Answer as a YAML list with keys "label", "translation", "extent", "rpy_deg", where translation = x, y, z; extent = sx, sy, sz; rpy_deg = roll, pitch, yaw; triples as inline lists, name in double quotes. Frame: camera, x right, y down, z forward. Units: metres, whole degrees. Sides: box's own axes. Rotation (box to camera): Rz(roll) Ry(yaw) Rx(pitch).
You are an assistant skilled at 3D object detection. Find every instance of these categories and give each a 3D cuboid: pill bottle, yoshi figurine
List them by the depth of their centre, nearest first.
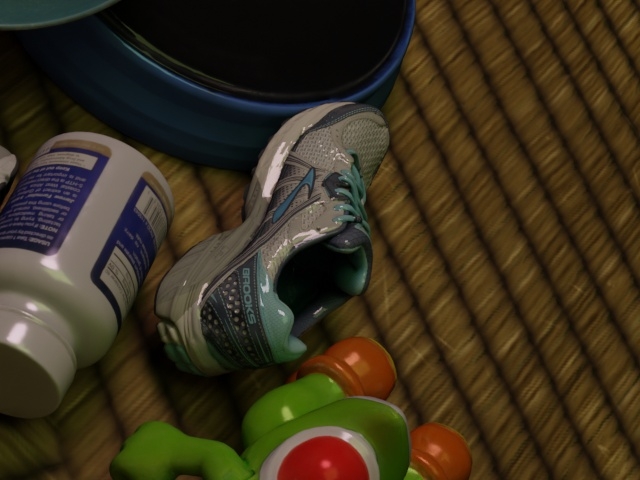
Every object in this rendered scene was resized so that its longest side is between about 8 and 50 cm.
- label: "yoshi figurine"
  translation: [-0.051, 0.216, 1.070]
  extent: [0.362, 0.203, 0.203]
  rpy_deg: [-34, 122, -55]
- label: "pill bottle"
  translation: [-0.182, 0.025, 1.117]
  extent: [0.112, 0.112, 0.187]
  rpy_deg: [32, 49, -10]

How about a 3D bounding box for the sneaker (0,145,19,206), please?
- label: "sneaker"
  translation: [-0.313, -0.010, 1.074]
  extent: [0.121, 0.099, 0.262]
  rpy_deg: [42, 47, 5]

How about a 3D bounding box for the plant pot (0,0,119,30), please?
- label: "plant pot"
  translation: [-0.225, -0.323, 1.158]
  extent: [0.290, 0.290, 0.195]
  rpy_deg: [20, 24, -19]

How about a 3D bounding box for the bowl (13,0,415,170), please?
- label: "bowl"
  translation: [-0.091, -0.243, 1.375]
  extent: [0.391, 0.077, 0.391]
  rpy_deg: [16, 54, -23]

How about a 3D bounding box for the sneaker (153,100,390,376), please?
- label: "sneaker"
  translation: [0.000, 0.000, 1.222]
  extent: [0.283, 0.122, 0.110]
  rpy_deg: [-56, 133, -36]
